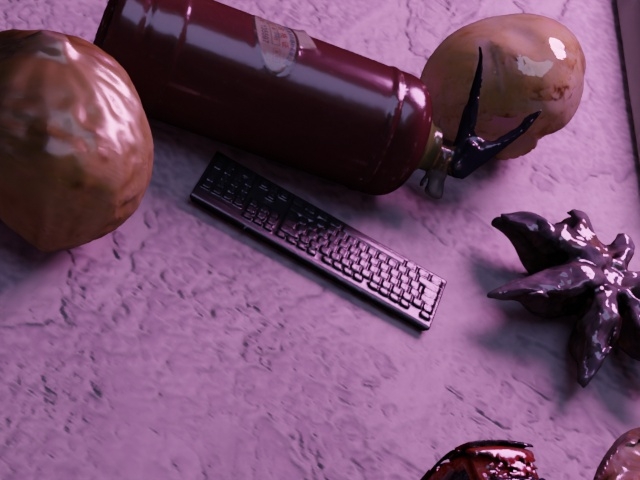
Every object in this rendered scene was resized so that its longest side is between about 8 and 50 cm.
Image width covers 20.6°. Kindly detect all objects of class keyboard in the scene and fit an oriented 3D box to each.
[{"bbox_3d":[0.000,0.000,1.313,0.202,0.011,0.067,29,40,-2],"label":"keyboard"}]

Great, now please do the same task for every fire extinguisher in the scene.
[{"bbox_3d":[0.002,-0.118,1.342,0.344,0.138,0.102,18,1,-14],"label":"fire extinguisher"}]

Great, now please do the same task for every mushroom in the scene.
[{"bbox_3d":[0.152,-0.128,1.456,0.148,0.112,0.148,-16,28,9],"label":"mushroom"}]

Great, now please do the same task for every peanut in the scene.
[{"bbox_3d":[-0.183,-0.068,1.200,0.140,0.109,0.159,4,59,-14],"label":"peanut"}]

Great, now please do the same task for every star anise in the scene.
[{"bbox_3d":[0.217,0.043,1.363,0.204,0.061,0.180,47,43,17],"label":"star anise"}]

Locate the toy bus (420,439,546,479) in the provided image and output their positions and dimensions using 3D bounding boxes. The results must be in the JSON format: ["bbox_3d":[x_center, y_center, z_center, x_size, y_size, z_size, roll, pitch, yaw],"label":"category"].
[{"bbox_3d":[0.127,0.233,1.094,0.073,0.096,0.235,5,49,-31],"label":"toy bus"}]

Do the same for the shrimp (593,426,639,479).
[{"bbox_3d":[0.232,0.199,1.147,0.164,0.062,0.317,61,22,15],"label":"shrimp"}]

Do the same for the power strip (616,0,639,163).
[{"bbox_3d":[0.336,-0.160,1.638,0.091,0.062,0.385,20,42,-17],"label":"power strip"}]
